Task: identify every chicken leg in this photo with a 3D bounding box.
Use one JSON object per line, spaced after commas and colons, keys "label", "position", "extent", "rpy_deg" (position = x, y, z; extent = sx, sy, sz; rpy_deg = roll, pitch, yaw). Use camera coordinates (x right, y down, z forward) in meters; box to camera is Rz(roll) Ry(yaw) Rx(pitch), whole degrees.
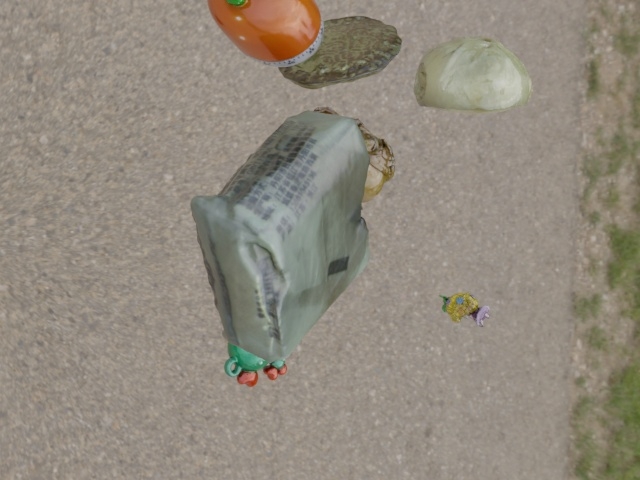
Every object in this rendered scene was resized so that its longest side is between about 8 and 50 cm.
{"label": "chicken leg", "position": [0.065, -0.200, 1.642], "extent": [0.182, 0.409, 0.295], "rpy_deg": [-31, 76, -4]}

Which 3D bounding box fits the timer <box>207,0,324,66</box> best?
{"label": "timer", "position": [-0.067, -0.252, 0.692], "extent": [0.136, 0.136, 0.099], "rpy_deg": [19, 91, -30]}

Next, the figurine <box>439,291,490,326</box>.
{"label": "figurine", "position": [0.419, 0.190, 1.925], "extent": [0.095, 0.156, 0.115], "rpy_deg": [-43, 127, -19]}

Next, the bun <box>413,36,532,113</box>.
{"label": "bun", "position": [0.454, -0.504, 1.922], "extent": [0.364, 0.364, 0.202], "rpy_deg": [-14, 118, -30]}

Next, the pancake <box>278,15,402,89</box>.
{"label": "pancake", "position": [0.035, -0.332, 1.123], "extent": [0.235, 0.212, 0.029], "rpy_deg": [-49, 143, -32]}

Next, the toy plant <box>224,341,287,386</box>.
{"label": "toy plant", "position": [-0.133, 0.201, 1.728], "extent": [0.185, 0.279, 0.400], "rpy_deg": [29, 63, 18]}

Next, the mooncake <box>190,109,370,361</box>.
{"label": "mooncake", "position": [-0.045, -0.009, 0.798], "extent": [0.254, 0.136, 0.250], "rpy_deg": [-47, 142, -37]}
